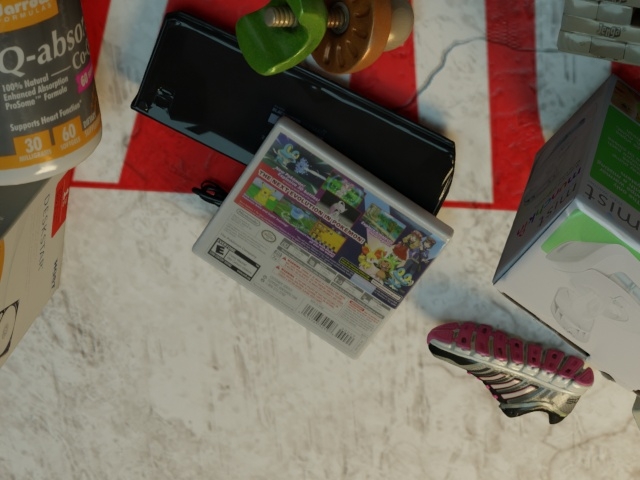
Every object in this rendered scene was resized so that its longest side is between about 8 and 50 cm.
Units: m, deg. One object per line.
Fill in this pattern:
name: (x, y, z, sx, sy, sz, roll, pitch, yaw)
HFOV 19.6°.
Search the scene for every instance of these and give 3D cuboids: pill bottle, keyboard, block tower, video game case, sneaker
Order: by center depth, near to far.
block tower: (0.272, -0.305, 1.548, 0.097, 0.091, 0.335, 11, 123, 9)
pill bottle: (-0.304, -0.205, 1.740, 0.162, 0.162, 0.278, 2, 121, 16)
keyboard: (-0.035, -0.083, 1.809, 0.317, 0.033, 0.202, 27, 123, 1)
video game case: (0.000, 0.000, 1.815, 0.201, 0.023, 0.183, 34, 123, -3)
sneaker: (0.183, 0.137, 1.852, 0.170, 0.063, 0.075, 18, 117, 1)

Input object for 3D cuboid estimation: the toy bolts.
toy bolts: (0.021, -0.283, 1.642, 0.228, 0.158, 0.218, -52, 56, 43)

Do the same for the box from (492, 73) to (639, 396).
box: (0.302, 0.020, 1.620, 0.262, 0.231, 0.127, 36, 124, -6)

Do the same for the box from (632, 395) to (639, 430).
box: (0.440, 0.147, 1.725, 0.275, 0.113, 0.094, -9, 122, 30)

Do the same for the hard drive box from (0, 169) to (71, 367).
hard drive box: (-0.334, 0.022, 1.840, 0.089, 0.232, 0.181, 15, 124, 7)
